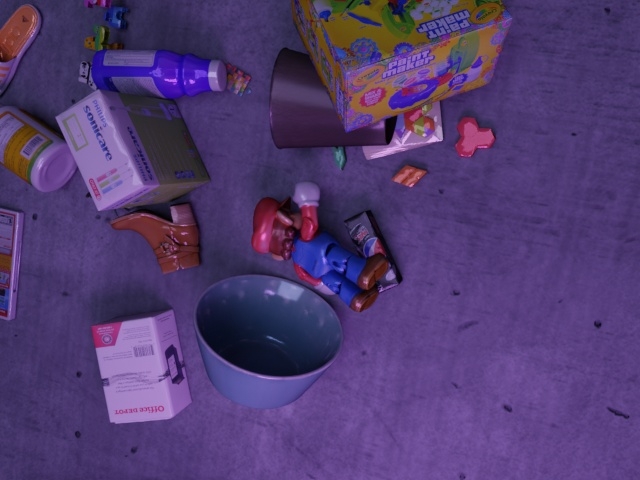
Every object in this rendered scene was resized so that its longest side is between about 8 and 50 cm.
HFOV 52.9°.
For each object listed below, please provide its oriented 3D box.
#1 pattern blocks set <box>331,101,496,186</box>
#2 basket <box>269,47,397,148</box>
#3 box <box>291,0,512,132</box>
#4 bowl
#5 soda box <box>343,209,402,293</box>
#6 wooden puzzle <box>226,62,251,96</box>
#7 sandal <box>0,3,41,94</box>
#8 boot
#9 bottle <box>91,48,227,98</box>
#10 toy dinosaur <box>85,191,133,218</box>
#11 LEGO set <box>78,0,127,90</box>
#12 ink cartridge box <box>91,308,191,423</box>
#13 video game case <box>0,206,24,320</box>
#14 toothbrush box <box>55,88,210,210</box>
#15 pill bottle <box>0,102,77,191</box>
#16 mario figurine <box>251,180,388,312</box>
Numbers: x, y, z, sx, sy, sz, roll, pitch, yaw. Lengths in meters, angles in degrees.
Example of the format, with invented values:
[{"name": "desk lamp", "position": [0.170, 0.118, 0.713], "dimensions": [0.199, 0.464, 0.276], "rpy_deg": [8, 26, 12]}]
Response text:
[{"name": "pattern blocks set", "position": [0.162, -0.253, 1.314], "dimensions": [0.325, 0.026, 0.285], "rpy_deg": [-21, 90, 18]}, {"name": "basket", "position": [0.032, -0.263, 1.265], "dimensions": [0.227, 0.154, 0.204], "rpy_deg": [11, 120, 15]}, {"name": "box", "position": [0.126, -0.389, 1.133], "dimensions": [0.290, 0.177, 0.279], "rpy_deg": [-19, 67, -7]}, {"name": "bowl", "position": [-0.119, 0.227, 1.341], "dimensions": [0.312, 0.311, 0.163], "rpy_deg": [24, 124, 13]}, {"name": "soda box", "position": [0.111, 0.022, 1.344], "dimensions": [0.053, 0.060, 0.169], "rpy_deg": [-26, 89, 17]}, {"name": "wooden puzzle", "position": [-0.184, -0.350, 1.416], "dimensions": [0.083, 0.006, 0.049], "rpy_deg": [33, 105, 10]}, {"name": "sandal", "position": [-0.775, -0.461, 1.543], "dimensions": [0.102, 0.076, 0.265], "rpy_deg": [42, 106, 8]}, {"name": "boot", "position": [-0.374, 0.002, 1.466], "dimensions": [0.197, 0.073, 0.152], "rpy_deg": [-8, 100, 3]}, {"name": "bottle", "position": [-0.348, -0.362, 1.404], "dimensions": [0.283, 0.118, 0.092], "rpy_deg": [3, 78, 11]}, {"name": "toy dinosaur", "position": [-0.517, -0.211, 1.469], "dimensions": [0.160, 0.121, 0.313], "rpy_deg": [-42, 65, 55]}, {"name": "LEGO set", "position": [-0.507, -0.465, 1.462], "dimensions": [0.093, 0.087, 0.227], "rpy_deg": [18, 108, 17]}, {"name": "ink cartridge box", "position": [-0.420, 0.295, 1.516], "dimensions": [0.172, 0.100, 0.237], "rpy_deg": [-10, 93, 18]}, {"name": "video game case", "position": [-0.867, 0.047, 1.659], "dimensions": [0.204, 0.025, 0.285], "rpy_deg": [12, 100, 15]}, {"name": "toothbrush box", "position": [-0.380, -0.187, 1.350], "dimensions": [0.122, 0.283, 0.206], "rpy_deg": [-25, 90, 17]}, {"name": "pill bottle", "position": [-0.708, -0.232, 1.519], "dimensions": [0.246, 0.136, 0.136], "rpy_deg": [33, 105, 11]}, {"name": "mario figurine", "position": [0.000, 0.000, 1.339], "dimensions": [0.320, 0.170, 0.198], "rpy_deg": [34, 97, 21]}]
